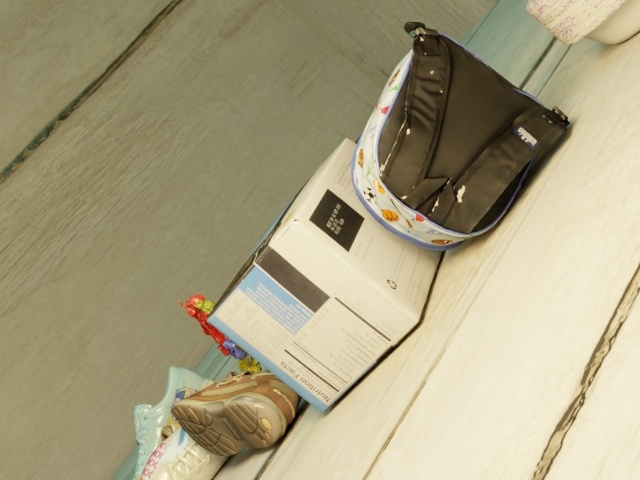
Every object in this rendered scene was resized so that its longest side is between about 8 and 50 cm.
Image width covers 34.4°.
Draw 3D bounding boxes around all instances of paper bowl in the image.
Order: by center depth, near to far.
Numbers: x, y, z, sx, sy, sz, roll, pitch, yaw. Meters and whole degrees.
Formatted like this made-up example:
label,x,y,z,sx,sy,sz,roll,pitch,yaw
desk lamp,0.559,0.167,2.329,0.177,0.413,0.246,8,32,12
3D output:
label,x,y,z,sx,sy,sz,roll,pitch,yaw
paper bowl,0.458,-0.412,1.560,0.284,0.148,0.284,-50,5,6

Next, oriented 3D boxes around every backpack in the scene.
label,x,y,z,sx,sy,sz,roll,pitch,yaw
backpack,0.169,-0.124,1.472,0.263,0.276,0.213,-61,5,-27

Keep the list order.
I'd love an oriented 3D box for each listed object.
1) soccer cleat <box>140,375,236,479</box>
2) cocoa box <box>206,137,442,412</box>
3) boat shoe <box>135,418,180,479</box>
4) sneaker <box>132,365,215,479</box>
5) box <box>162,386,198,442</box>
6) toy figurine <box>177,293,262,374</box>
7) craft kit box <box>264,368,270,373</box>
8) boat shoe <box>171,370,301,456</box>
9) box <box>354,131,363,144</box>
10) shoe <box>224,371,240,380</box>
label,x,y,z,sx,sy,sz,roll,pitch,yaw
soccer cleat,-0.221,0.378,1.908,0.331,0.116,0.143,-53,7,-23
cocoa box,0.022,0.043,1.575,0.228,0.231,0.347,-48,6,27
boat shoe,-0.271,0.406,2.114,0.341,0.110,0.121,-56,3,-37
sneaker,-0.386,0.458,2.392,0.366,0.150,0.135,-61,2,-25
box,-0.309,0.417,2.314,0.059,0.054,0.169,-22,49,50
toy figurine,-0.098,0.108,1.866,0.217,0.191,0.362,-43,8,-14
craft kit box,0.019,0.137,1.928,0.246,0.061,0.250,-41,10,43
boat shoe,-0.138,0.288,1.761,0.324,0.123,0.116,-12,25,51
box,0.142,-0.161,2.318,0.167,0.168,0.203,-51,5,-1
shoe,-0.214,0.348,2.323,0.081,0.063,0.178,-55,0,7
